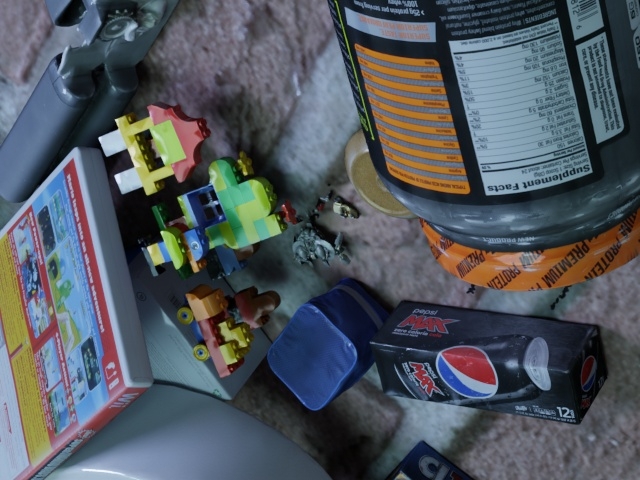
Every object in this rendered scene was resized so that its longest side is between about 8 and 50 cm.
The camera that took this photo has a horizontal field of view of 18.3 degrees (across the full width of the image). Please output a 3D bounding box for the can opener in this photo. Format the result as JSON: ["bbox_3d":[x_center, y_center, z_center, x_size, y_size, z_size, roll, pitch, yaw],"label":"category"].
[{"bbox_3d":[-0.187,-0.139,1.524,0.283,0.076,0.095,-49,60,48],"label":"can opener"}]

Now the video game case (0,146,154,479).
[{"bbox_3d":[-0.229,0.081,1.594,0.285,0.025,0.204,-41,56,46],"label":"video game case"}]

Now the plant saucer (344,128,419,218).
[{"bbox_3d":[0.052,-0.046,1.464,0.083,0.015,0.083,19,135,20],"label":"plant saucer"}]

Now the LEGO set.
[{"bbox_3d":[-0.002,-0.002,1.532,0.054,0.023,0.083,24,136,15],"label":"LEGO set"}]

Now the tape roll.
[{"bbox_3d":[-0.115,0.249,1.681,0.286,0.100,0.286,17,141,14],"label":"tape roll"}]

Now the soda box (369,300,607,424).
[{"bbox_3d":[0.126,0.091,1.499,0.169,0.060,0.053,6,128,31],"label":"soda box"}]

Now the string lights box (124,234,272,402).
[{"bbox_3d":[-0.182,0.089,1.695,0.259,0.077,0.133,-18,114,43],"label":"string lights box"}]

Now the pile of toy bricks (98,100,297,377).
[{"bbox_3d":[-0.071,-0.014,1.524,0.105,0.118,0.212,-20,97,21],"label":"pile of toy bricks"}]

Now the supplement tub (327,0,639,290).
[{"bbox_3d":[0.108,-0.150,1.193,0.207,0.207,0.338,6,129,30],"label":"supplement tub"}]

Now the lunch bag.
[{"bbox_3d":[0.010,0.083,1.566,0.067,0.065,0.098,47,133,11],"label":"lunch bag"}]

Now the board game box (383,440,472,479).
[{"bbox_3d":[0.090,0.291,1.710,0.165,0.042,0.243,38,138,1],"label":"board game box"}]
